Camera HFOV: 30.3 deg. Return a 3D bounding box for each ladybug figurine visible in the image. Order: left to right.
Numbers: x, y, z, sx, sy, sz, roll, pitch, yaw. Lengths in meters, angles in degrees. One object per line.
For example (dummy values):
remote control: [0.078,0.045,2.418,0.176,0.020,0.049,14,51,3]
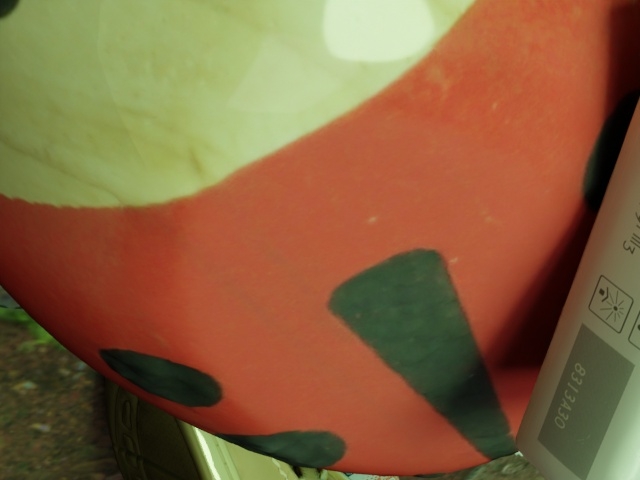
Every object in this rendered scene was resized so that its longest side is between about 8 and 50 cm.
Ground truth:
ladybug figurine: [0.017,-0.026,0.466,0.305,0.162,0.449,-28,144,11]

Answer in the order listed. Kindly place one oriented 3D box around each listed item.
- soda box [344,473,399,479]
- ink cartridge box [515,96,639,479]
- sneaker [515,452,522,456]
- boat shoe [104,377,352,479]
soda box: [-0.040,0.187,0.853,0.183,0.058,0.063,-33,141,7]
ink cartridge box: [0.184,-0.011,0.437,0.224,0.056,0.181,-17,133,-34]
sneaker: [0.193,0.080,0.825,0.268,0.101,0.153,14,130,-36]
boat shoe: [-0.030,0.189,0.763,0.110,0.121,0.341,-36,117,-30]
